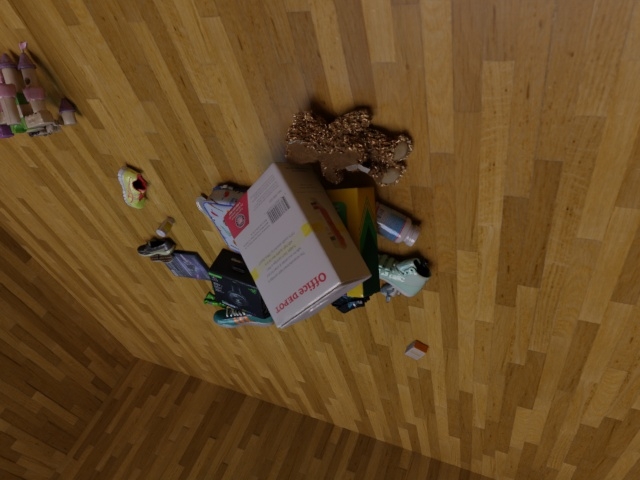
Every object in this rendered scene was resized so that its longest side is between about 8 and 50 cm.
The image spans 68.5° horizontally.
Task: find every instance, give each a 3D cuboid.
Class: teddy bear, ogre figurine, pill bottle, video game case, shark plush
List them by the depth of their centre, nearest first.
[{"bbox_3d":[0.077,-0.251,1.260,0.338,0.113,0.245,5,147,17],"label":"teddy bear"},{"bbox_3d":[0.218,-0.047,1.424,0.160,0.087,0.087,28,146,1],"label":"pill bottle"},{"bbox_3d":[0.253,0.161,1.704,0.067,0.073,0.161,47,159,26],"label":"shark plush"},{"bbox_3d":[-0.659,-0.059,2.002,0.043,0.083,0.043,18,145,13],"label":"pill bottle"},{"bbox_3d":[-0.657,0.118,2.284,0.274,0.026,0.196,4,139,30],"label":"video game case"},{"bbox_3d":[-0.482,0.266,2.287,0.118,0.097,0.197,32,103,-14],"label":"ogre figurine"}]

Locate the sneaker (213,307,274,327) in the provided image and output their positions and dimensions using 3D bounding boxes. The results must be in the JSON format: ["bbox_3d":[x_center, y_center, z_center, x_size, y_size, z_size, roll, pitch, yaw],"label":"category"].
[{"bbox_3d":[-0.369,0.348,2.277,0.302,0.108,0.121,0,132,-6],"label":"sneaker"}]

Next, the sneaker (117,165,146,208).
[{"bbox_3d":[-0.733,-0.199,1.876,0.094,0.081,0.208,16,144,13],"label":"sneaker"}]

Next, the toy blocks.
[{"bbox_3d":[-1.042,-0.506,1.612,0.289,0.309,0.260,-8,100,25],"label":"toy blocks"}]

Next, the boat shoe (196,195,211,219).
[{"bbox_3d":[-0.431,-0.124,1.805,0.046,0.038,0.125,-37,120,6],"label":"boat shoe"}]

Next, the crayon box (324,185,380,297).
[{"bbox_3d":[0.000,0.000,1.450,0.363,0.106,0.313,1,97,39],"label":"crayon box"}]

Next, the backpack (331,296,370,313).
[{"bbox_3d":[0.112,0.194,1.777,0.152,0.115,0.182,46,136,8],"label":"backpack"}]

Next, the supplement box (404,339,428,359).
[{"bbox_3d":[0.410,0.469,2.009,0.062,0.036,0.098,27,145,0],"label":"supplement box"}]

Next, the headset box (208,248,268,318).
[{"bbox_3d":[-0.340,0.189,2.068,0.246,0.131,0.283,19,144,11],"label":"headset box"}]

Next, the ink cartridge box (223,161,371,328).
[{"bbox_3d":[-0.075,0.013,1.337,0.279,0.160,0.384,-39,71,35],"label":"ink cartridge box"}]

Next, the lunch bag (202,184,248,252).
[{"bbox_3d":[-0.287,-0.071,1.714,0.243,0.115,0.303,11,143,26],"label":"lunch bag"}]

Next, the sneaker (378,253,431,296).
[{"bbox_3d":[0.246,0.073,1.565,0.256,0.094,0.151,31,139,-2],"label":"sneaker"}]

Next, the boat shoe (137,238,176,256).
[{"bbox_3d":[-0.779,0.025,2.205,0.224,0.080,0.073,-2,131,28],"label":"boat shoe"}]

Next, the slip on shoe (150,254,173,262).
[{"bbox_3d":[-0.752,0.083,2.249,0.135,0.051,0.041,-3,175,26],"label":"slip on shoe"}]
